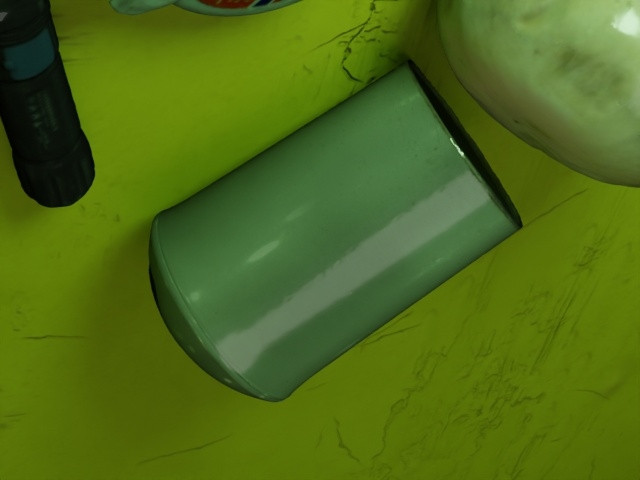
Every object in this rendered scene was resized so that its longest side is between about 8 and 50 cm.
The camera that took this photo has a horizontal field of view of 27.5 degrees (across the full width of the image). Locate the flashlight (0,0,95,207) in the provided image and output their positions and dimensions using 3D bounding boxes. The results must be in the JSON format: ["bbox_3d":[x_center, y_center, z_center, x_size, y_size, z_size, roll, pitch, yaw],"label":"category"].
[{"bbox_3d":[-0.309,-0.186,1.366,0.103,0.103,0.424,-15,146,-7],"label":"flashlight"}]

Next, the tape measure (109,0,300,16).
[{"bbox_3d":[-0.070,-0.314,1.256,0.246,0.125,0.243,-3,162,-44],"label":"tape measure"}]

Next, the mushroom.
[{"bbox_3d":[0.312,-0.215,1.432,0.353,0.353,0.325,-18,116,-2],"label":"mushroom"}]

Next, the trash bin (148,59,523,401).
[{"bbox_3d":[0.000,0.000,1.598,0.432,0.280,0.280,-34,142,12],"label":"trash bin"}]
